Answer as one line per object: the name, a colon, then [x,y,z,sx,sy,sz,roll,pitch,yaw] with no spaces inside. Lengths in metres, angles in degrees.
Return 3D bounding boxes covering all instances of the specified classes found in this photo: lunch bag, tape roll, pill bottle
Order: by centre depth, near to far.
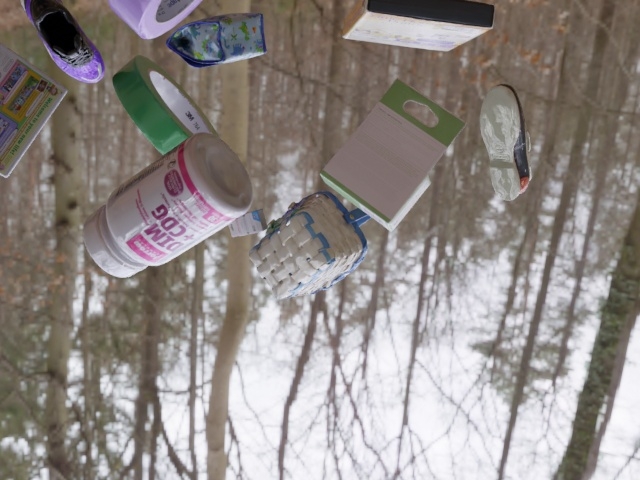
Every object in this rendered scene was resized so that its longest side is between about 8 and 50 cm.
pill bottle: [-0.271,-0.054,1.504,0.283,0.160,0.160,-30,-176,26]
lunch bag: [-0.201,-0.385,1.645,0.151,0.096,0.129,11,-157,36]
tape roll: [-0.298,-0.537,1.728,0.090,0.275,0.275,44,-158,-2]
tape roll: [-0.356,-0.293,2.047,0.077,0.321,0.321,-39,-165,10]

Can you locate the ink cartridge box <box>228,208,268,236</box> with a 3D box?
ink cartridge box: [-0.167,-0.040,1.948,0.083,0.048,0.028,-11,-168,25]

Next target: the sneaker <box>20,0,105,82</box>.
sneaker: [-0.587,-0.452,1.994,0.102,0.293,0.146,-36,-128,-4]

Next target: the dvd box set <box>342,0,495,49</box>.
dvd box set: [0.233,-0.552,2.173,0.307,0.062,0.420,6,-176,-6]

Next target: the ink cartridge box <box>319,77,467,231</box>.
ink cartridge box: [0.136,-0.160,1.583,0.171,0.235,0.056,38,175,21]

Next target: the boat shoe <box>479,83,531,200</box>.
boat shoe: [0.209,-0.112,0.945,0.049,0.137,0.043,14,-140,41]

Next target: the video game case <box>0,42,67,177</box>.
video game case: [-0.628,-0.261,1.648,0.193,0.212,0.023,36,169,-22]

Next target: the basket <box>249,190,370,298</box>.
basket: [0.000,0.000,1.944,0.254,0.201,0.289,-38,169,32]
